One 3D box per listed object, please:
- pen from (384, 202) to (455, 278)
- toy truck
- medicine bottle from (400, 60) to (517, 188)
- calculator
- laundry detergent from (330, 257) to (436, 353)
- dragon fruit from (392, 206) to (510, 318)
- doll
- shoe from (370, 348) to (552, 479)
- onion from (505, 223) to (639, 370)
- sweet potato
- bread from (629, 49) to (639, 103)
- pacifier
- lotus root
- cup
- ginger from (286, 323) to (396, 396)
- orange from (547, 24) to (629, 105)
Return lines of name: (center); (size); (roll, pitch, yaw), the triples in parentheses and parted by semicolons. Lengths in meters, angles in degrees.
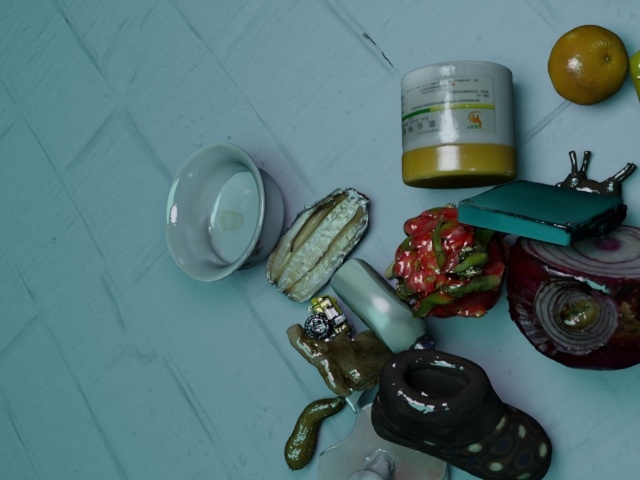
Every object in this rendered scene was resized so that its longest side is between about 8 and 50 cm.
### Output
pen: (0.224, 0.004, 1.739); (0.032, 0.040, 0.233); (44, 110, 10)
toy truck: (0.048, 0.263, 1.790); (0.111, 0.136, 0.286); (-27, 78, -2)
medicine bottle: (0.286, -0.234, 1.594); (0.238, 0.238, 0.232); (-4, 86, 31)
calculator: (0.420, -0.052, 1.446); (0.248, 0.274, 0.058); (14, 112, 36)
laundry detergent: (0.159, 0.172, 1.679); (0.105, 0.215, 0.280); (-47, 63, 0)
dragon fruit: (0.268, 0.050, 1.569); (0.237, 0.303, 0.231); (5, 99, 0)
doll: (0.543, -0.098, 1.546); (0.139, 0.057, 0.165); (23, 109, 27)
shoe: (0.296, 0.348, 1.528); (0.384, 0.171, 0.237); (19, 143, 9)
onion: (0.514, 0.120, 1.434); (0.336, 0.282, 0.260); (8, 113, 21)
sweet potato: (-0.023, 0.460, 1.866); (0.081, 0.062, 0.233); (33, 102, 11)
bread: (0.704, -0.210, 1.418); (0.166, 0.112, 0.384); (-20, 79, 32)
pacifier: (0.129, 0.510, 1.687); (0.332, 0.273, 0.220); (-51, 45, 18)
lotus root: (0.001, -0.001, 1.858); (0.167, 0.078, 0.329); (44, 110, 3)
cup: (-0.222, -0.063, 1.923); (0.347, 0.163, 0.347); (-6, 81, 37)
ginger: (0.089, 0.269, 1.684); (0.080, 0.333, 0.166); (-51, 38, 40)
orange: (0.525, -0.345, 1.509); (0.136, 0.159, 0.159); (-176, 89, -73)
